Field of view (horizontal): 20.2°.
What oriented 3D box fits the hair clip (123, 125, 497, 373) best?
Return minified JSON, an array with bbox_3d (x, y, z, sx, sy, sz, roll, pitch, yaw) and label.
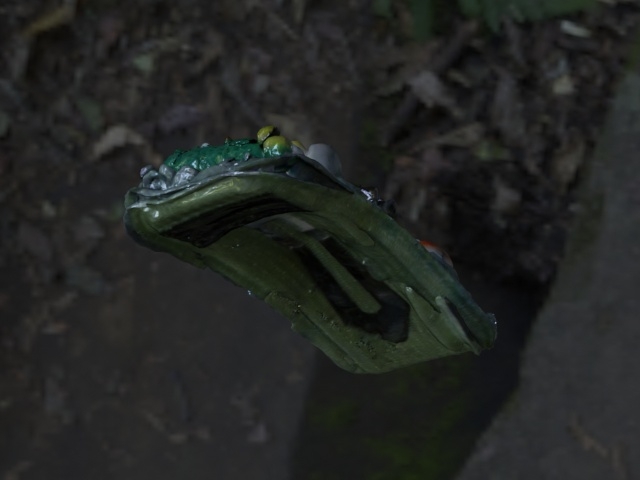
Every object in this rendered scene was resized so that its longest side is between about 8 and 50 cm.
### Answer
[{"bbox_3d":[0.000,-0.002,1.201,0.138,0.321,0.091,-15,59,26],"label":"hair clip"}]
